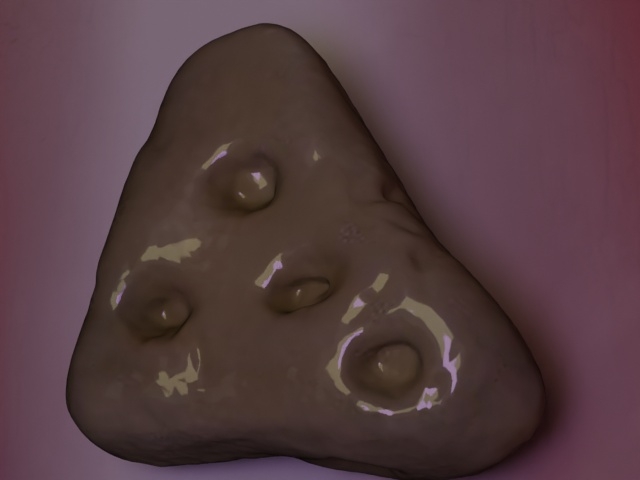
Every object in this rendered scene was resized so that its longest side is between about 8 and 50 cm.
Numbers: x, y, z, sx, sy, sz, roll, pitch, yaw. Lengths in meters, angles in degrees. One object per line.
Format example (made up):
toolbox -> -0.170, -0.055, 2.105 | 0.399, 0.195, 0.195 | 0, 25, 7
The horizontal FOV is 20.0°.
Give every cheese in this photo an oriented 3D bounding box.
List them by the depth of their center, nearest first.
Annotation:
cheese -> 0.000, 0.000, 1.294 | 0.351, 0.129, 0.328 | -1, 72, 27
